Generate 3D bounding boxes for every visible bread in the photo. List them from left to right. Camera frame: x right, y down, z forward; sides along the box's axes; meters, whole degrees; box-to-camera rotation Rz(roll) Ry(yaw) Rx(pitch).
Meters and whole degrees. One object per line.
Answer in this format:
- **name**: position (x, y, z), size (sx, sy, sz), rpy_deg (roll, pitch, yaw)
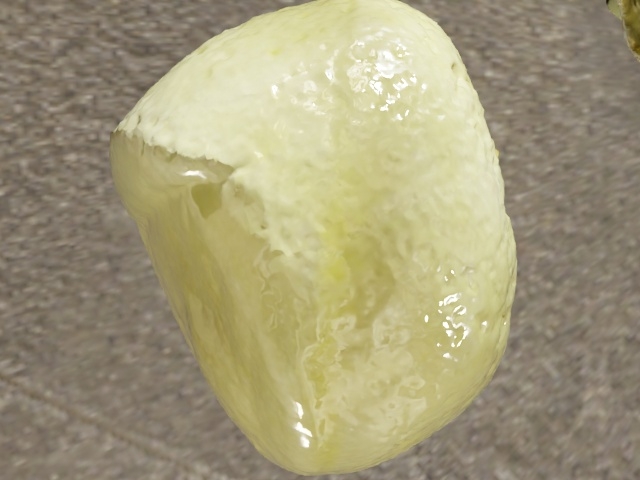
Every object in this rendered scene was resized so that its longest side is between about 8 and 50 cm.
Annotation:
- **bread**: position (0.011, -0.005, 1.144), size (0.237, 0.320, 0.320), rpy_deg (-25, 87, -6)

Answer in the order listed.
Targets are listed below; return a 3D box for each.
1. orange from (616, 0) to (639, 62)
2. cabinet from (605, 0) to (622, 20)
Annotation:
- **orange**: position (0.172, -0.091, 0.598), size (0.134, 0.156, 0.156), rpy_deg (-14, 91, -4)
- **cabinet**: position (0.366, -0.221, 0.951), size (0.318, 0.227, 0.290), rpy_deg (25, 66, 13)
